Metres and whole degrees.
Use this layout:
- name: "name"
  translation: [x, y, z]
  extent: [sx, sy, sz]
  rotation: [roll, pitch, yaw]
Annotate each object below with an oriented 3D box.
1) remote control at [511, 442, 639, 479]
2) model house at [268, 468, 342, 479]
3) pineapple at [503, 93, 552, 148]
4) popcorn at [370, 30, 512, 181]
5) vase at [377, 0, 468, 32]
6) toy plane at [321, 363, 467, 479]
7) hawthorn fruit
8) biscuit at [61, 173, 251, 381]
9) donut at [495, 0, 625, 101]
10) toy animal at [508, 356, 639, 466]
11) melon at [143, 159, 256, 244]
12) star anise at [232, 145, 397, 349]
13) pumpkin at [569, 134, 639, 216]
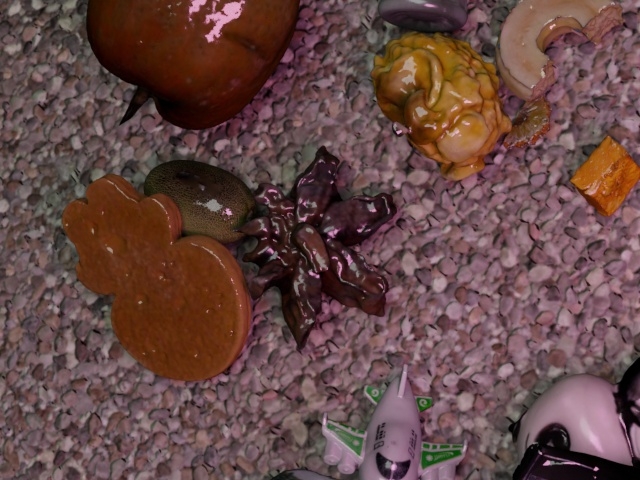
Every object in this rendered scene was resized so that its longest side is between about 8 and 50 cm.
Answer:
- name: "remote control"
  translation: [0.377, 0.312, 1.614]
  extent: [0.398, 0.062, 0.145]
  rotation: [21, 121, -9]
- name: "model house"
  translation: [0.013, 0.441, 1.783]
  extent: [0.253, 0.184, 0.291]
  rotation: [14, 96, 16]
- name: "pineapple"
  translation: [0.258, -0.143, 1.892]
  extent: [0.045, 0.019, 0.083]
  rotation: [32, 87, 26]
- name: "popcorn"
  translation: [0.152, -0.165, 1.867]
  extent: [0.140, 0.163, 0.194]
  rotation: [-47, 34, 13]
- name: "vase"
  translation: [0.146, -0.417, 1.938]
  extent: [0.143, 0.143, 0.299]
  rotation: [6, 83, 21]
- name: "toy plane"
  translation: [0.085, 0.234, 1.817]
  extent: [0.174, 0.080, 0.174]
  rotation: [4, 53, -6]
- name: "hawthorn fruit"
  translation: [-0.167, -0.269, 1.949]
  extent: [0.267, 0.268, 0.301]
  rotation: [34, 100, 23]
- name: "biscuit"
  translation: [-0.207, 0.047, 1.953]
  extent: [0.289, 0.044, 0.202]
  rotation: [47, 117, 6]
- name: "donut"
  translation: [0.278, -0.248, 1.881]
  extent: [0.166, 0.065, 0.108]
  rotation: [-45, 59, 1]
- name: "toy animal"
  translation: [0.333, 0.226, 1.702]
  extent: [0.235, 0.165, 0.187]
  rotation: [-19, 94, 11]
- name: "melon"
  translation: [-0.155, -0.050, 1.976]
  extent: [0.162, 0.099, 0.099]
  rotation: [21, 85, 27]
- name: "star anise"
  translation: [0.003, 0.007, 1.895]
  extent: [0.214, 0.099, 0.220]
  rotation: [-34, 80, -7]
- name: "pumpkin"
  translation: [0.335, -0.076, 1.819]
  extent: [0.074, 0.083, 0.054]
  rotation: [-50, 53, 1]
